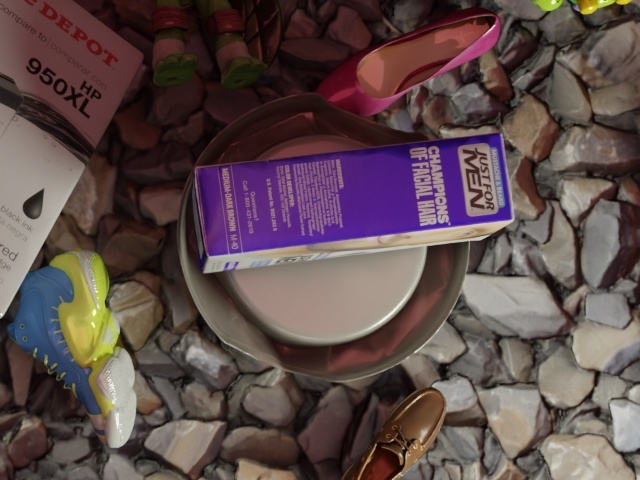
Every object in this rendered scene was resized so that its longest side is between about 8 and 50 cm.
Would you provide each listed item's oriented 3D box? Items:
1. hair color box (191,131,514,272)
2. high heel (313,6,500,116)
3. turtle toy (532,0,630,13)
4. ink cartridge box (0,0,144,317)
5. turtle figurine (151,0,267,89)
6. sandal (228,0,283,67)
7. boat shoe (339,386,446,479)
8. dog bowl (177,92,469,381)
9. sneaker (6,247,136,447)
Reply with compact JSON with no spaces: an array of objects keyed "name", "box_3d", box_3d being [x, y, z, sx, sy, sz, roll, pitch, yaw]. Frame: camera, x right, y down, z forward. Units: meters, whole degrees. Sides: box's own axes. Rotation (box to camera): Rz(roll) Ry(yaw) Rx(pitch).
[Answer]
[{"name":"hair color box","box_3d":[0.029,-0.039,1.740,0.339,0.185,0.110,-8,84,-7]},{"name":"high heel","box_3d":[0.106,-0.218,1.905,0.244,0.117,0.082,-18,86,-8]},{"name":"turtle toy","box_3d":[0.330,-0.328,1.968,0.130,0.066,0.095,-16,83,-7]},{"name":"ink cartridge box","box_3d":[-0.410,-0.123,1.705,0.285,0.166,0.395,37,53,-20]},{"name":"turtle figurine","box_3d":[-0.134,-0.327,1.803,0.274,0.198,0.266,-21,70,24]},{"name":"sandal","box_3d":[-0.094,-0.303,1.925,0.090,0.060,0.219,-23,70,15]},{"name":"boat shoe","box_3d":[0.093,0.252,1.876,0.064,0.060,0.178,41,81,0]},{"name":"dog bowl","box_3d":[0.000,0.000,1.876,0.349,0.102,0.349,1,82,-6]},{"name":"sneaker","box_3d":[-0.298,0.135,1.848,0.126,0.091,0.240,-12,85,11]}]
